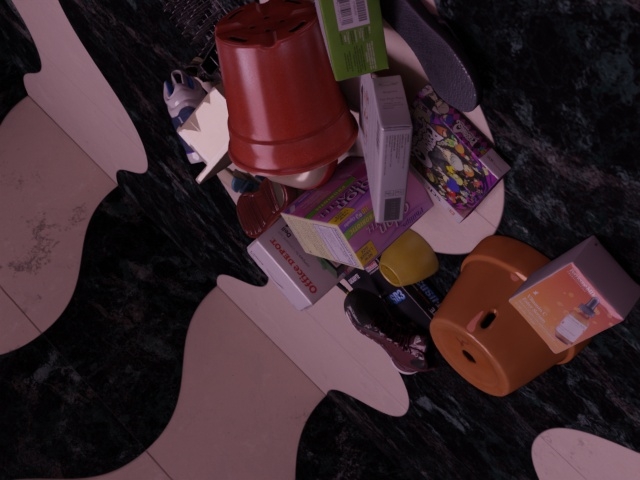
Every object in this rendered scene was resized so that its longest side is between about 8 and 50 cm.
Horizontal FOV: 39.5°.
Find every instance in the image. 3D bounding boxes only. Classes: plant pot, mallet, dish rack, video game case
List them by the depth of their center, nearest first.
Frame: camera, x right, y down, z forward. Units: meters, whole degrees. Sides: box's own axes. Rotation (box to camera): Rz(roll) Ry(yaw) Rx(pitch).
[{"bbox_3d":[0.230,-0.154,1.642,0.210,0.042,0.232,48,161,7],"label":"video game case"},{"bbox_3d":[-0.079,-0.309,1.732,0.272,0.272,0.265,31,146,41],"label":"plant pot"},{"bbox_3d":[0.352,0.164,1.736,0.291,0.203,0.291,42,160,19],"label":"plant pot"},{"bbox_3d":[-0.290,-0.524,2.033,0.271,0.074,0.208,52,160,-6],"label":"dish rack"},{"bbox_3d":[0.190,0.050,2.033,0.134,0.095,0.134,41,159,20],"label":"plant pot"},{"bbox_3d":[0.081,0.149,2.358,0.189,0.039,0.062,38,162,48],"label":"mallet"}]

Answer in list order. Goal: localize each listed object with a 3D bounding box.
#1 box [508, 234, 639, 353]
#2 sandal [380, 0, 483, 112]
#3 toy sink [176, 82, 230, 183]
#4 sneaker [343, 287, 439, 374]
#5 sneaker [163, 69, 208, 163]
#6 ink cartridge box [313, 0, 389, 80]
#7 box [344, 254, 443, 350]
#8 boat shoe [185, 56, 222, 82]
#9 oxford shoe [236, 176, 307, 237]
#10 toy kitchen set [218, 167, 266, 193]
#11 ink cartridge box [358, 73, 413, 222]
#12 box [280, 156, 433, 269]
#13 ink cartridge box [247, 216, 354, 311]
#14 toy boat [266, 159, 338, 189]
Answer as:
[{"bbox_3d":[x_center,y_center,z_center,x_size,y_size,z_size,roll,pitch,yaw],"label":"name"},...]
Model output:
[{"bbox_3d":[0.434,0.095,1.522,0.130,0.091,0.170,48,141,2],"label":"box"},{"bbox_3d":[0.187,-0.322,1.431,0.254,0.054,0.097,56,155,9],"label":"sandal"},{"bbox_3d":[-0.236,-0.271,2.115,0.131,0.153,0.234,47,128,1],"label":"toy sink"},{"bbox_3d":[0.192,0.216,2.154,0.281,0.106,0.162,45,155,-20],"label":"sneaker"},{"bbox_3d":[-0.324,-0.342,2.352,0.323,0.130,0.236,-91,-16,-76],"label":"sneaker"},{"bbox_3d":[0.034,-0.429,1.507,0.189,0.097,0.255,75,-178,-51],"label":"ink cartridge box"},{"bbox_3d":[0.205,0.154,2.237,0.293,0.073,0.295,48,160,1],"label":"box"},{"bbox_3d":[-0.288,-0.422,2.253,0.152,0.049,0.056,28,153,47],"label":"boat shoe"},{"bbox_3d":[-0.109,-0.093,2.261,0.348,0.130,0.123,-25,88,61],"label":"oxford shoe"},{"bbox_3d":[-0.145,-0.188,2.368,0.122,0.166,0.207,39,-165,29],"label":"toy kitchen set"},{"bbox_3d":[0.117,-0.207,1.668,0.275,0.060,0.239,88,176,-55],"label":"ink cartridge box"},{"bbox_3d":[0.073,-0.066,1.889,0.243,0.213,0.117,16,143,58],"label":"box"},{"bbox_3d":[0.000,0.000,2.074,0.201,0.278,0.117,49,161,-1],"label":"ink cartridge box"},{"bbox_3d":[-0.028,-0.197,1.977,0.231,0.151,0.151,21,116,56],"label":"toy boat"}]
